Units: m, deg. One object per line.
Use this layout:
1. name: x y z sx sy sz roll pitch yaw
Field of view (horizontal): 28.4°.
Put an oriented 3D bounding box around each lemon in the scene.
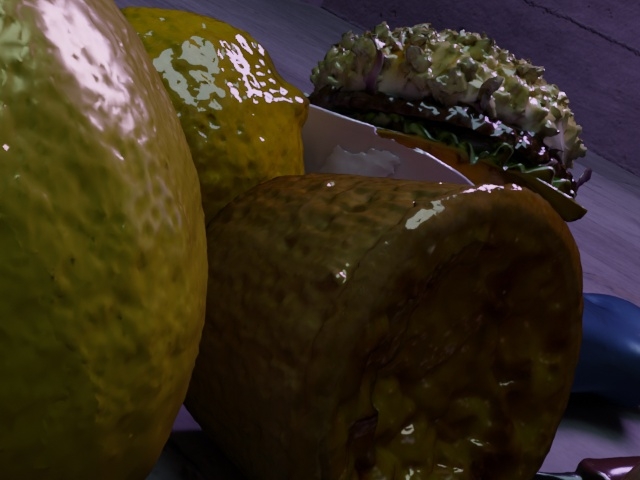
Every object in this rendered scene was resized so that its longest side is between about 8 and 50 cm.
1. lemon: -0.150 0.015 0.416 0.219 0.240 0.240 63 14 -6
2. lemon: -0.104 -0.041 0.709 0.180 0.193 0.181 31 49 -42

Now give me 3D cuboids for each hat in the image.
1. hat: 0.000 0.000 0.832 0.203 0.126 0.203 21 -9 4

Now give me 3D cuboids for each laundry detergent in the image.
1. laundry detergent: 0.181 0.070 0.975 0.289 0.094 0.143 13 5 -37

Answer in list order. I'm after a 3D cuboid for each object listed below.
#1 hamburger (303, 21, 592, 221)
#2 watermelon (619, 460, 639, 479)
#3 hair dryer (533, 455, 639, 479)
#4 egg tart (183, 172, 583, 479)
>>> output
1. hamburger: 0.094 -0.075 0.978 0.243 0.139 0.262 20 -14 -5
2. watermelon: 0.186 0.121 0.550 0.283 0.293 0.250 10 -10 -41
3. hair dryer: 0.251 0.155 0.842 0.340 0.123 0.312 8 8 -17
4. egg tart: 0.022 0.049 0.632 0.202 0.203 0.147 9 12 -44
